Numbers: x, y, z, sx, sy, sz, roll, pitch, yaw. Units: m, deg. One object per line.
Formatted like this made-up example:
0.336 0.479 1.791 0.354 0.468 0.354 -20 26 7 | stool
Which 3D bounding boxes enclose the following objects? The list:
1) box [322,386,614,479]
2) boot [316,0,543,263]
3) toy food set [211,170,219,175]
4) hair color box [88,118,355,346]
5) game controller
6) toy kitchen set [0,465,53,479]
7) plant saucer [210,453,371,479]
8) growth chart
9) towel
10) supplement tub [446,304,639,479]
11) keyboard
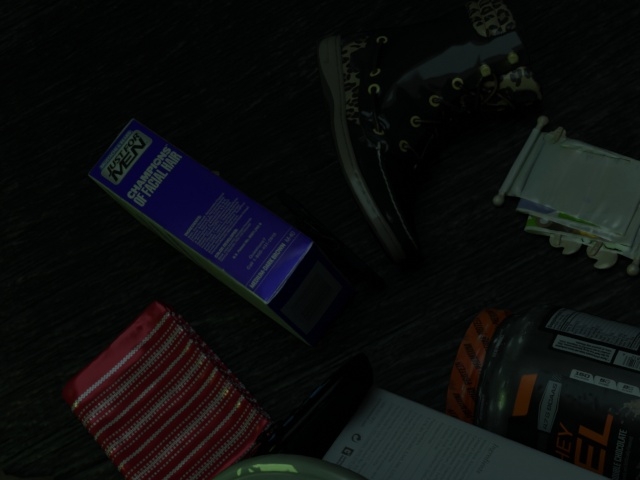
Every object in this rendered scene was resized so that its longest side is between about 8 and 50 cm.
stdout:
0.176 0.338 1.476 0.345 0.215 0.168 19 51 27 | box
0.160 -0.169 1.837 0.284 0.138 0.377 -19 52 8 | boot
-0.178 -0.041 1.949 0.078 0.019 0.122 3 71 21 | toy food set
-0.131 -0.011 1.803 0.339 0.185 0.110 32 82 27 | hair color box
-0.015 0.209 1.595 0.067 0.319 0.166 36 78 1 | game controller
-0.407 0.341 1.814 0.083 0.075 0.068 -154 67 -62 | toy kitchen set
-0.012 0.424 1.430 0.400 0.400 0.100 20 29 27 | plant saucer
0.344 -0.058 1.774 0.237 0.021 0.172 28 75 29 | growth chart
-0.207 0.224 1.805 0.199 0.031 0.275 -43 58 -6 | towel
0.328 0.194 1.530 0.338 0.207 0.207 14 68 26 | supplement tub
0.000 0.000 1.818 0.038 0.100 0.192 -49 57 1 | keyboard
